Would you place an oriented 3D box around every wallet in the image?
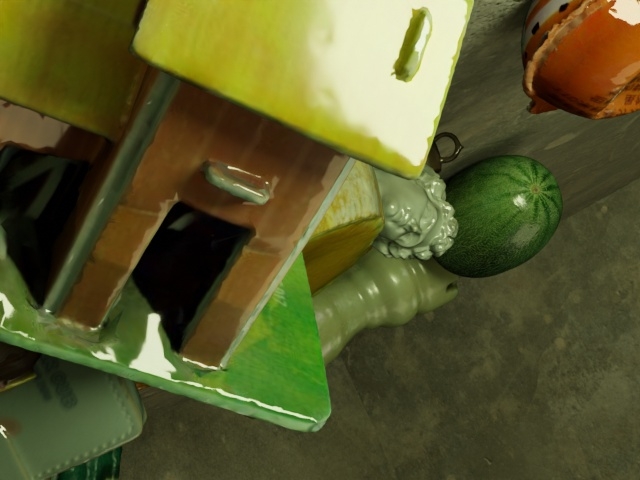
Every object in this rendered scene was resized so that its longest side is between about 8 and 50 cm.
[{"bbox_3d":[-0.375,0.173,1.202,0.360,0.252,0.083,-24,-167,-2],"label":"wallet"}]

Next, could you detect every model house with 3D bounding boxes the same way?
[{"bbox_3d":[-0.072,-0.141,0.640,0.300,0.340,0.324,22,119,-20],"label":"model house"}]

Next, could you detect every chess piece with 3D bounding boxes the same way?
[{"bbox_3d":[0.024,0.121,2.014,0.442,0.234,0.234,-25,171,-20],"label":"chess piece"}]

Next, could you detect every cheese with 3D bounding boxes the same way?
[{"bbox_3d":[0.308,-0.227,1.099,0.217,0.129,0.329,-15,155,-32],"label":"cheese"}]

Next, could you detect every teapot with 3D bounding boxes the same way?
[{"bbox_3d":[0.128,-0.099,1.487,0.121,0.068,0.076,-26,170,7],"label":"teapot"}]

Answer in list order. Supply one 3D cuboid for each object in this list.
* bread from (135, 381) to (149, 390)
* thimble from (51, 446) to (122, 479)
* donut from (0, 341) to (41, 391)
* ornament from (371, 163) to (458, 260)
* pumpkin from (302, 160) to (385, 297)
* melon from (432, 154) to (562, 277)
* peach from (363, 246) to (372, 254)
[{"bbox_3d":[-0.314,0.192,1.878,0.235,0.099,0.210,-23,170,23],"label":"bread"},{"bbox_3d":[-0.494,0.383,1.991,0.288,0.254,0.167,0,178,25],"label":"thimble"},{"bbox_3d":[-0.408,0.100,1.021,0.345,0.136,0.259,-25,169,-7],"label":"donut"},{"bbox_3d":[0.041,-0.051,1.356,0.285,0.130,0.120,14,134,-44],"label":"ornament"},{"bbox_3d":[-0.090,-0.016,1.035,0.332,0.199,0.332,-25,173,-3],"label":"pumpkin"},{"bbox_3d":[0.271,-0.033,1.868,0.182,0.182,0.287,-18,170,-37],"label":"melon"},{"bbox_3d":[0.000,0.000,1.602,0.179,0.103,0.179,-22,169,-5],"label":"peach"}]
